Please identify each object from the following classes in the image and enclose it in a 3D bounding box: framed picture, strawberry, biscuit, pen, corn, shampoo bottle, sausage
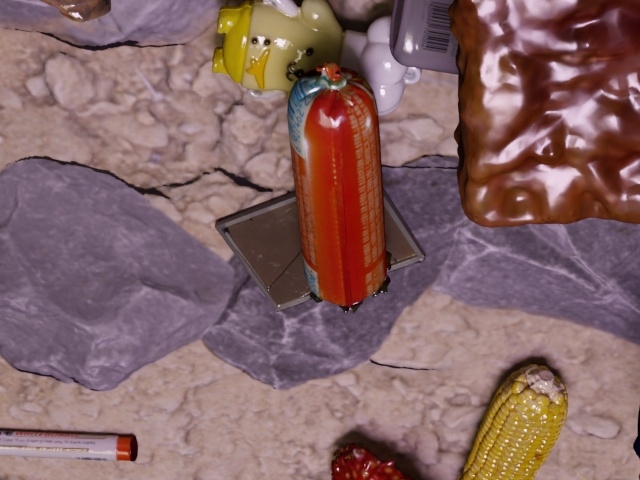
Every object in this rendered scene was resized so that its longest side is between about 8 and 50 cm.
[{"bbox_3d":[0.000,0.000,1.617,0.149,0.011,0.109,-20,124,21],"label":"framed picture"},{"bbox_3d":[0.067,0.287,1.775,0.208,0.087,0.167,39,154,-13],"label":"strawberry"},{"bbox_3d":[0.253,-0.202,1.297,0.342,0.166,0.395,0,122,2],"label":"biscuit"},{"bbox_3d":[-0.282,0.193,1.799,0.218,0.026,0.026,2,129,6],"label":"pen"},{"bbox_3d":[0.170,0.190,1.717,0.067,0.067,0.206,16,132,-6],"label":"corn"},{"bbox_3d":[0.136,-0.161,1.436,0.165,0.040,0.080,7,94,-16],"label":"shampoo bottle"},{"bbox_3d":[0.014,-0.048,1.475,0.083,0.083,0.264,2,144,5],"label":"sausage"}]

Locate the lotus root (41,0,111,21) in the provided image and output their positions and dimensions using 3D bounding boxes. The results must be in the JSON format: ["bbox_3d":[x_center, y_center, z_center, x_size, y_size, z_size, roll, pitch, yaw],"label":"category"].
[{"bbox_3d":[-0.140,-0.280,1.320,0.146,0.131,0.303,-17,139,-38],"label":"lotus root"}]

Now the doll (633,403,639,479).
[{"bbox_3d":[0.403,0.152,1.558,0.310,0.240,0.284,40,99,-24],"label":"doll"}]

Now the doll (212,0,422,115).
[{"bbox_3d":[-0.001,-0.144,1.468,0.162,0.062,0.106,9,134,-2],"label":"doll"}]
